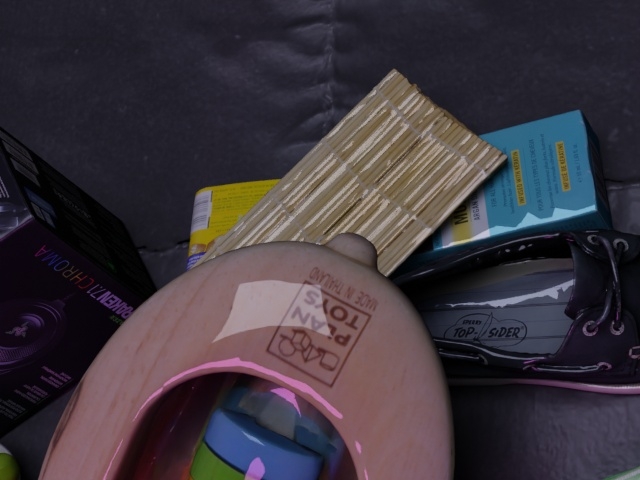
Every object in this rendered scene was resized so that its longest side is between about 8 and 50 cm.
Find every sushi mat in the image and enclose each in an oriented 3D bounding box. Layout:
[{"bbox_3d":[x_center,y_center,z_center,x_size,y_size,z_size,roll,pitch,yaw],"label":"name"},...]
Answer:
[{"bbox_3d":[0.000,0.000,1.458,0.316,0.019,0.151,-44,58,-2],"label":"sushi mat"}]

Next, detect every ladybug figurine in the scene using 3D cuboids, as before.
[{"bbox_3d":[-0.053,0.197,1.324,0.305,0.162,0.449,29,102,8],"label":"ladybug figurine"}]

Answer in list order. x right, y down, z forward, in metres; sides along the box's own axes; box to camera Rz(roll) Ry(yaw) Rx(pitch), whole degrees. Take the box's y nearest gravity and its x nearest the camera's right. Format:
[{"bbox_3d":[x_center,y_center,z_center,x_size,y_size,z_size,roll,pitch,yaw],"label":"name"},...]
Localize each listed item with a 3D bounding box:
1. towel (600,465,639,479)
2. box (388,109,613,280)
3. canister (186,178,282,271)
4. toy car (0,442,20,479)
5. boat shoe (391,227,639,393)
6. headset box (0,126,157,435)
[{"bbox_3d":[0.196,0.316,1.300,0.325,0.038,0.248,-28,60,12],"label":"towel"},{"bbox_3d":[0.121,-0.029,1.473,0.244,0.060,0.100,-14,63,18],"label":"box"},{"bbox_3d":[-0.062,0.036,1.522,0.126,0.073,0.170,-5,65,22],"label":"canister"},{"bbox_3d":[-0.325,0.268,1.514,0.182,0.159,0.136,-38,92,5],"label":"toy car"},{"bbox_3d":[0.199,0.047,1.371,0.340,0.113,0.127,-2,67,24],"label":"boat shoe"},{"bbox_3d":[-0.325,0.059,1.530,0.283,0.246,0.131,-34,58,7],"label":"headset box"}]
